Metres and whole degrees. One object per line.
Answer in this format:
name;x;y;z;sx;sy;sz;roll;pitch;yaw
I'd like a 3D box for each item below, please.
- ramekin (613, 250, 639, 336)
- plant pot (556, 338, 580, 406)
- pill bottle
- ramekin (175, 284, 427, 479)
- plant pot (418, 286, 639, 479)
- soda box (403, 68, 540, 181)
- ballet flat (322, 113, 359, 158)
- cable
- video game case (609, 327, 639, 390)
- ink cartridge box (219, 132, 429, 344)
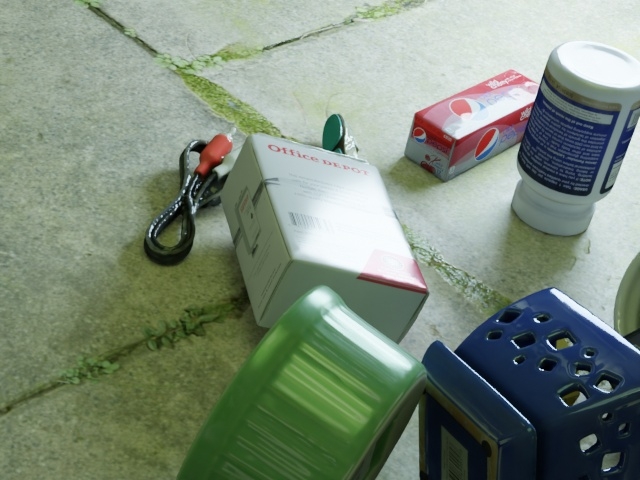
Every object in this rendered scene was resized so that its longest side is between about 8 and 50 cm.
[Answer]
ramekin;0.518;0.116;1.882;0.277;0.135;0.277;-5;70;14
plant pot;0.283;0.182;1.872;0.081;0.081;0.083;-11;53;-29
pill bottle;0.377;-0.147;2.179;0.153;0.265;0.153;9;35;-6
ramekin;-0.015;0.212;1.566;0.148;0.303;0.303;32;40;12
plant pot;0.238;0.222;1.660;0.212;0.236;0.236;-16;33;-23
soda box;0.254;-0.187;2.348;0.092;0.083;0.263;35;42;27
ballet flat;0.036;-0.128;2.242;0.052;0.057;0.168;29;33;-26
cable;-0.173;-0.077;2.076;0.139;0.072;0.287;33;39;12
video game case;0.480;0.208;1.774;0.196;0.026;0.274;-28;66;5
ink cartridge box;0.000;0.000;1.961;0.207;0.117;0.283;13;33;-25
